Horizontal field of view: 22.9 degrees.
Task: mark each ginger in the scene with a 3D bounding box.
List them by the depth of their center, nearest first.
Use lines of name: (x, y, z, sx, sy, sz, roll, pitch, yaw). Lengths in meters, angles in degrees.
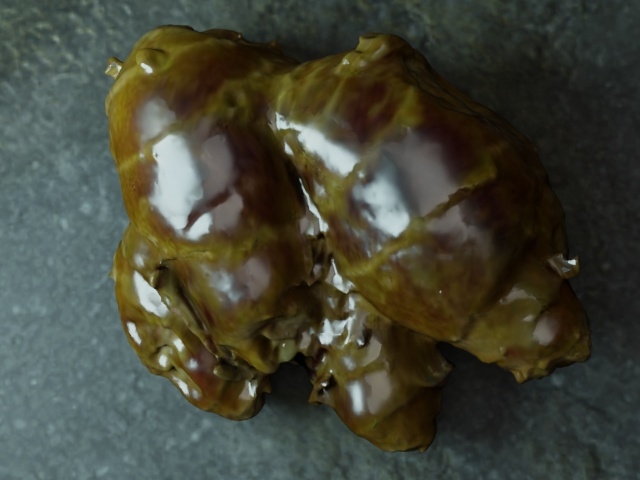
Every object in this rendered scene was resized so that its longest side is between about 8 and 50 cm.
ginger: (0.011, -0.001, 1.065, 0.357, 0.152, 0.274, 9, 88, 10)
